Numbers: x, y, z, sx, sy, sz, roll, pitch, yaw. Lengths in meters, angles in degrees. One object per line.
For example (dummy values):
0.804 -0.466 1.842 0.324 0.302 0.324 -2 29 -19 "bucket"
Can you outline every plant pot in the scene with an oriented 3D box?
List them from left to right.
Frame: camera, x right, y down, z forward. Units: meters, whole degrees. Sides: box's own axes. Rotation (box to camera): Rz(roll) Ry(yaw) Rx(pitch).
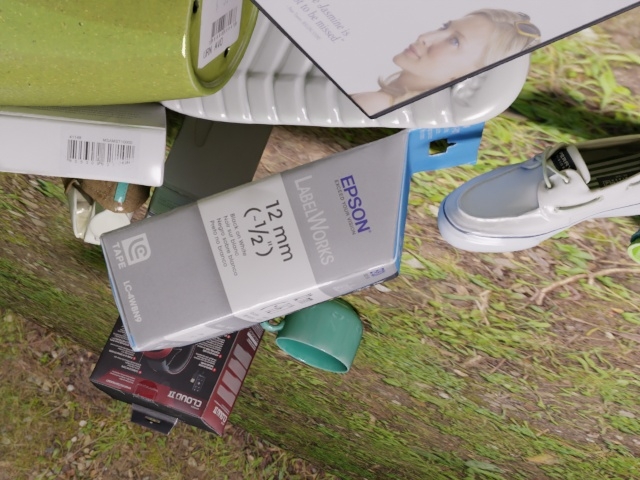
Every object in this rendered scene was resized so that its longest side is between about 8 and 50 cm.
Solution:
-0.199 -0.208 0.778 0.293 0.275 0.275 17 160 12 "plant pot"

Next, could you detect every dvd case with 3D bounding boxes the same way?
0.098 -0.177 0.725 0.253 0.022 0.180 -21 145 25 "dvd case"

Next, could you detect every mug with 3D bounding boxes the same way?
-0.004 0.137 1.722 0.129 0.097 0.157 4 153 43 "mug"

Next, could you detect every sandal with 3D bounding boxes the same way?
-0.027 -0.178 0.907 0.416 0.169 0.102 17 -160 15 "sandal"

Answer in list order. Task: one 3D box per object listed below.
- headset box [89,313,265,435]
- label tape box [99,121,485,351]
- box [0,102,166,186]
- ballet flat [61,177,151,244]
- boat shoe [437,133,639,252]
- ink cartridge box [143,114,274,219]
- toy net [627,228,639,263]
-0.228 0.173 1.767 0.218 0.293 0.110 14 159 20 "headset box"
0.000 0.000 1.000 0.347 0.115 0.249 -17 174 3 "label tape box"
-0.262 -0.135 1.000 0.232 0.059 0.322 5 -161 -11 "box"
-0.246 -0.058 1.238 0.116 0.124 0.342 8 175 -18 "ballet flat"
0.211 -0.055 0.931 0.226 0.083 0.076 -15 145 -12 "boat shoe"
-0.126 -0.080 1.193 0.092 0.160 0.219 23 161 -9 "ink cartridge box"
0.420 0.017 1.024 0.232 0.045 0.122 3 152 43 "toy net"
